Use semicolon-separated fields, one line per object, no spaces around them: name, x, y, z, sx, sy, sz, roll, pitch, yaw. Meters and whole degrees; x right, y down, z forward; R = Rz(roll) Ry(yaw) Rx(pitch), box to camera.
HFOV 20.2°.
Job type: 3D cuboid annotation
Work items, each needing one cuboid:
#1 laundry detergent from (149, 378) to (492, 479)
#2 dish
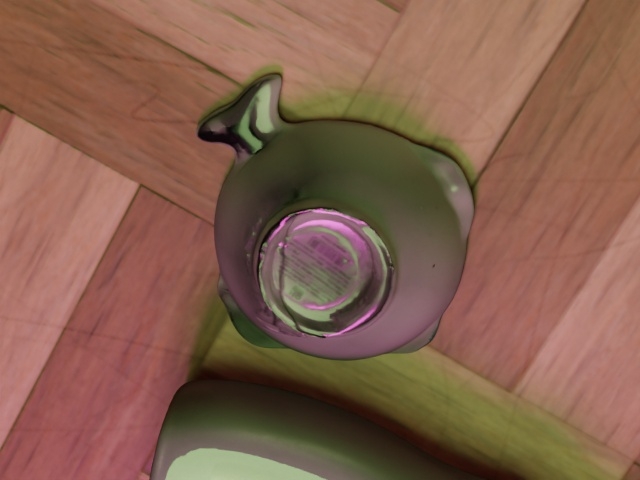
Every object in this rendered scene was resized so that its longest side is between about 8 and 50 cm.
laundry detergent;0.058;0.266;1.419;0.397;0.125;0.264;12;110;2
dish;0.000;0.000;1.353;0.224;0.078;0.246;-34;101;20
